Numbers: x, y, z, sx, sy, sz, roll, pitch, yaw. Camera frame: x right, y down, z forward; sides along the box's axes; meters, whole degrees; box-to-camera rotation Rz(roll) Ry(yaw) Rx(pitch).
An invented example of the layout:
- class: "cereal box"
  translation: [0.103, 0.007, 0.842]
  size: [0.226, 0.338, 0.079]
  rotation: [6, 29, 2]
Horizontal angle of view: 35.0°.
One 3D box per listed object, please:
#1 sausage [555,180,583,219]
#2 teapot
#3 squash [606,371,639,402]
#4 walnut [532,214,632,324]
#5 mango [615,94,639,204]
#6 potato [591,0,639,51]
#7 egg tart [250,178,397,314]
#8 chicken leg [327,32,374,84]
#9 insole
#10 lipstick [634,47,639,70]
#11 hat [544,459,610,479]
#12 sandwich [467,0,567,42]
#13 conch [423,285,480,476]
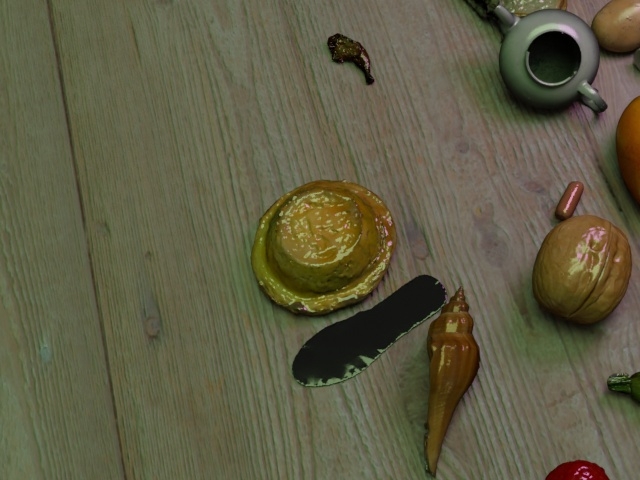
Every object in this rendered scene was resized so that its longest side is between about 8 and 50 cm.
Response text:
- class: "sausage"
  translation: [0.468, -0.075, 1.906]
  size: [0.034, 0.034, 0.083]
  rotation: [24, 68, 18]
- class: "teapot"
  translation: [0.446, -0.352, 1.971]
  size: [0.294, 0.129, 0.193]
  rotation: [42, 100, -2]
- class: "squash"
  translation: [0.630, 0.291, 1.674]
  size: [0.318, 0.071, 0.080]
  rotation: [32, 71, 21]
- class: "walnut"
  translation: [0.459, 0.048, 1.775]
  size: [0.165, 0.165, 0.197]
  rotation: [25, 71, 18]
- class: "mango"
  translation: [0.627, -0.169, 1.887]
  size: [0.154, 0.126, 0.252]
  rotation: [1, 61, -6]
- class: "potato"
  translation: [0.619, -0.444, 2.047]
  size: [0.147, 0.112, 0.112]
  rotation: [-24, 62, 2]
- class: "egg tart"
  translation: [0.000, 0.000, 1.882]
  size: [0.288, 0.118, 0.288]
  rotation: [-3, 66, 7]
- class: "chicken leg"
  translation: [0.068, -0.384, 2.116]
  size: [0.145, 0.037, 0.062]
  rotation: [38, 95, 23]
- class: "insole"
  translation: [0.089, 0.165, 1.840]
  size: [0.322, 0.007, 0.109]
  rotation: [-33, 65, -11]
- class: "lipstick"
  translation: [0.746, -0.420, 2.034]
  size: [0.254, 0.070, 0.070]
  rotation: [-35, 64, -12]
- class: "hat"
  translation: [0.375, 0.472, 1.531]
  size: [0.274, 0.242, 0.332]
  rotation: [29, 56, 6]
- class: "sandwich"
  translation: [0.371, -0.531, 2.120]
  size: [0.289, 0.099, 0.254]
  rotation: [8, 63, 10]
- class: "conch"
  translation: [0.226, 0.238, 1.739]
  size: [0.093, 0.109, 0.330]
  rotation: [4, 73, 1]
